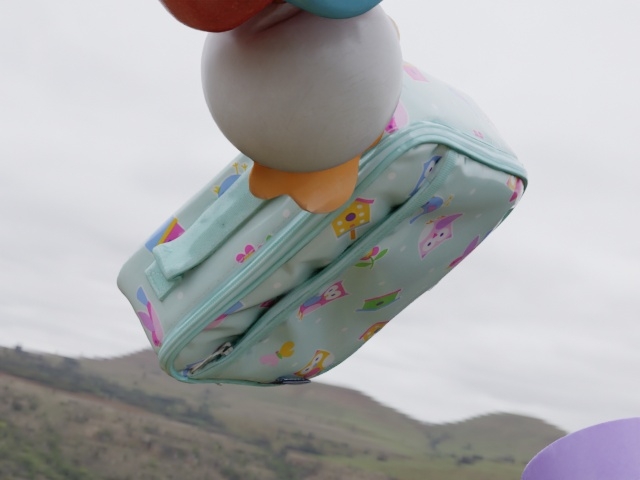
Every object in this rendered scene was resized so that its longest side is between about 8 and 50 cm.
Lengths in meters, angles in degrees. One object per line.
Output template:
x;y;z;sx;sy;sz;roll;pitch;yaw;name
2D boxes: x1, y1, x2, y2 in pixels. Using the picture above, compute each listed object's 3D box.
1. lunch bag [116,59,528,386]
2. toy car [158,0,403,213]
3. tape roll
0.000;0.000;0.789;0.279;0.108;0.224;-43;-25;19;lunch bag
0.004;-0.128;0.605;0.219;0.210;0.238;34;-36;43;toy car
0.296;0.255;1.068;0.189;0.080;0.189;-4;-40;-4;tape roll
